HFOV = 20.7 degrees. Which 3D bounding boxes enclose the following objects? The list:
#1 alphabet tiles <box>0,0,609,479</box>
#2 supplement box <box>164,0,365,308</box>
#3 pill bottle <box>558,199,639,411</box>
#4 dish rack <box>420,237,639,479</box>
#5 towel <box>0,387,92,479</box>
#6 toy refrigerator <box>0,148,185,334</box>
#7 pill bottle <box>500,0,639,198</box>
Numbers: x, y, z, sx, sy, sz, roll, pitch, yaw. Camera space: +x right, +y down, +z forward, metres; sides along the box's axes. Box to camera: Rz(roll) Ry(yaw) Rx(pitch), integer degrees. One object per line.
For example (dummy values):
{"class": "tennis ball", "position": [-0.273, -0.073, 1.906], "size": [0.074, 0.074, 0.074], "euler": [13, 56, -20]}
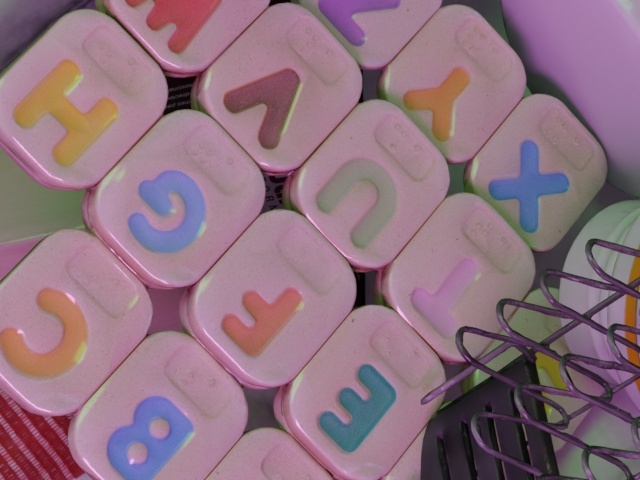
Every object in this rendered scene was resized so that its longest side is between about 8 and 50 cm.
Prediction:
{"class": "alphabet tiles", "position": [0.000, 0.000, 0.737], "size": [0.278, 0.284, 0.021], "euler": [-48, 11, -25]}
{"class": "supplement box", "position": [-0.026, -0.082, 0.880], "size": [0.073, 0.130, 0.239], "euler": [-10, 47, 12]}
{"class": "pill bottle", "position": [0.196, 0.031, 0.688], "size": [0.117, 0.117, 0.215], "euler": [-46, 28, -22]}
{"class": "dish rack", "position": [0.116, 0.079, 0.602], "size": [0.271, 0.074, 0.208], "euler": [-39, 44, 35]}
{"class": "towel", "position": [-0.161, 0.182, 0.694], "size": [0.237, 0.037, 0.329], "euler": [-31, 47, -12]}
{"class": "toy refrigerator", "position": [-0.194, 0.012, 0.869], "size": [0.269, 0.102, 0.094], "euler": [-12, 47, 7]}
{"class": "pill bottle", "position": [0.233, -0.144, 0.825], "size": [0.278, 0.162, 0.162], "euler": [-32, 48, -15]}
